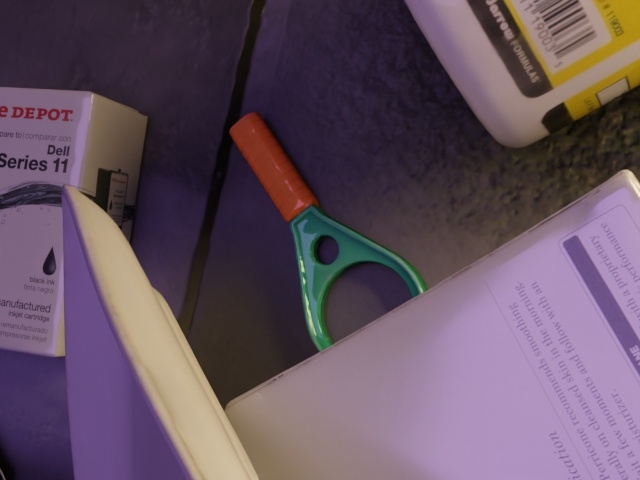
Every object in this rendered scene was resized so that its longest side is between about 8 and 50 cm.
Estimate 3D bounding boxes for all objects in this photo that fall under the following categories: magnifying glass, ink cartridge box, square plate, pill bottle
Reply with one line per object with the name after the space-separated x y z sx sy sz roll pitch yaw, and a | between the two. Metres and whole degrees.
0.000 0.000 0.645 0.092 0.026 0.231 -38 70 15 | magnifying glass
-0.239 -0.017 0.713 0.153 0.087 0.208 5 85 19 | ink cartridge box
-0.091 0.187 0.492 0.347 0.049 0.344 -132 41 -53 | square plate
0.208 -0.210 0.489 0.334 0.188 0.188 -29 73 17 | pill bottle

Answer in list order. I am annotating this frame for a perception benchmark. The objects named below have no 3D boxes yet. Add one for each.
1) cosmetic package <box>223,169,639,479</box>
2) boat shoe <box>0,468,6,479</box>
0.111 0.096 0.475 0.224 0.224 0.138 -31 71 18 | cosmetic package
-0.308 0.181 0.742 0.083 0.065 0.183 0 91 22 | boat shoe
